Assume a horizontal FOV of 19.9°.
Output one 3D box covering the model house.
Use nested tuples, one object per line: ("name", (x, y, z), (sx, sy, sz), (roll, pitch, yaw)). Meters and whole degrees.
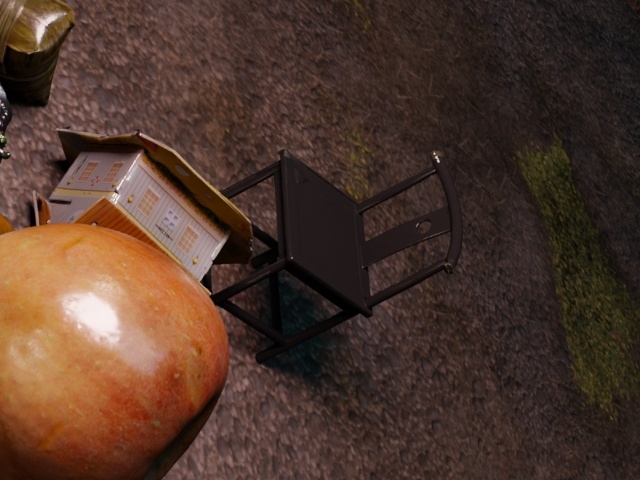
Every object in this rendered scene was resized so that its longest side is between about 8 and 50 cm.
("model house", (-0.177, 0.011, 1.711), (0.219, 0.207, 0.136), (47, 64, -34))

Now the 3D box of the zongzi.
("zongzi", (-0.324, -0.210, 1.704), (0.187, 0.184, 0.084), (37, 72, 1))

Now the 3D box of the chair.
("chair", (0.000, 0.000, 1.850), (0.141, 0.260, 0.154), (35, 38, -41))

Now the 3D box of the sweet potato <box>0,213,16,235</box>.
("sweet potato", (-0.356, -0.006, 1.425), (0.359, 0.112, 0.112), (-26, 88, -59))

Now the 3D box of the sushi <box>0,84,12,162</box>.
("sushi", (-0.318, -0.102, 1.624), (0.085, 0.056, 0.083), (63, 28, 2))

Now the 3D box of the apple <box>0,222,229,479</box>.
("apple", (-0.200, 0.096, 1.467), (0.253, 0.253, 0.253), (40, 35, -36))
